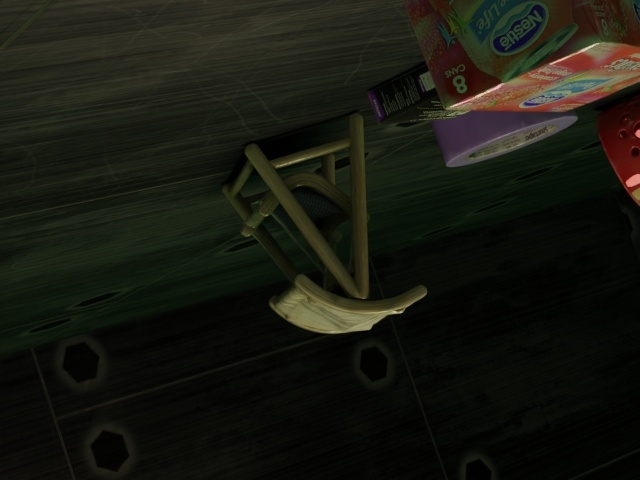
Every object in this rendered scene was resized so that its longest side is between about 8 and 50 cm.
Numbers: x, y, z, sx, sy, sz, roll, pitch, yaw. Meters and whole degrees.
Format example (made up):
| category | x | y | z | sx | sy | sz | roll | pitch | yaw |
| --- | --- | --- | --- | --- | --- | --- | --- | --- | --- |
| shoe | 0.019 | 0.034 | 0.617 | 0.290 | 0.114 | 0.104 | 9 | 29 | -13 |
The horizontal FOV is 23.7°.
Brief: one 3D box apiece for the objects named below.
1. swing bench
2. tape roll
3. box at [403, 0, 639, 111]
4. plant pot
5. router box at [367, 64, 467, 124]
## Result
| category | x | y | z | sx | sy | sz | roll | pitch | yaw |
| --- | --- | --- | --- | --- | --- | --- | --- | --- | --- |
| swing bench | 0.000 | 0.000 | 1.976 | 0.165 | 0.254 | 0.253 | -18 | 174 | -12 |
| tape roll | 0.246 | -0.169 | 2.066 | 0.189 | 0.080 | 0.189 | -18 | 174 | -2 |
| box | 0.206 | -0.203 | 1.340 | 0.154 | 0.142 | 0.300 | -21 | 174 | 28 |
| plant pot | 0.589 | -0.171 | 2.607 | 0.174 | 0.191 | 0.191 | -28 | 171 | 25 |
| router box | 0.160 | -0.184 | 1.818 | 0.133 | 0.046 | 0.179 | -23 | 173 | 34 |
